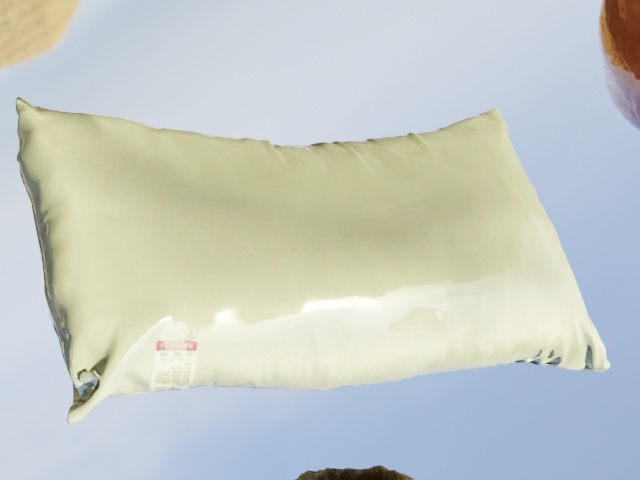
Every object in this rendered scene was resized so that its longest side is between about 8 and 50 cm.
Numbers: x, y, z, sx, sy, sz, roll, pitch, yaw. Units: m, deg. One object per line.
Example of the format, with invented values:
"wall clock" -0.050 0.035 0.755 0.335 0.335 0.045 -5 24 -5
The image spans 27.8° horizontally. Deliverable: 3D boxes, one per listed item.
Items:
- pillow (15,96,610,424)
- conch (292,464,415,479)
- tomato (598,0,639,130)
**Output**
"pillow" 0.000 -0.001 0.565 0.254 0.144 0.078 -2 146 -24
"conch" -0.010 0.338 1.346 0.291 0.159 0.210 -9 -177 28
"tomato" 0.324 -0.143 0.893 0.260 0.260 0.180 -24 -139 22
